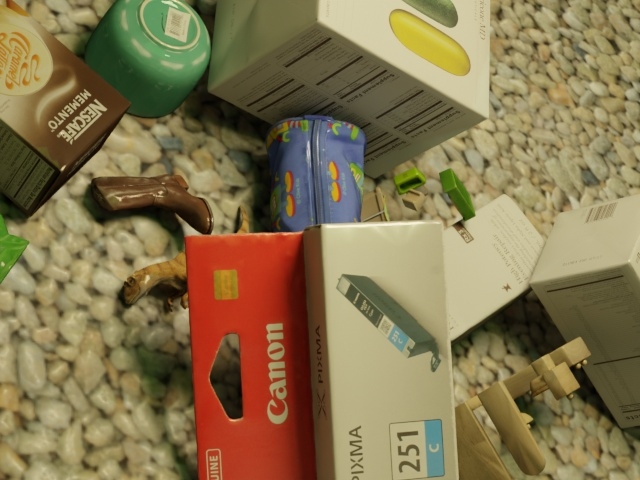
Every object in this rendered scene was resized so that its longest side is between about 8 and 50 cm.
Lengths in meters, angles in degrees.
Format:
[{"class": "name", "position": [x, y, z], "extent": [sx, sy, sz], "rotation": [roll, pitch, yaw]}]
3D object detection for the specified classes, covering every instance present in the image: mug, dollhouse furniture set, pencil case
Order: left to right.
[{"class": "mug", "position": [-0.197, -0.230, 1.879], "extent": [0.129, 0.097, 0.158], "rotation": [-29, 79, -42]}, {"class": "pencil case", "position": [0.000, 0.000, 1.833], "extent": [0.119, 0.133, 0.306], "rotation": [2, 56, -8]}, {"class": "dollhouse furniture set", "position": [0.098, -0.030, 1.931], "extent": [0.058, 0.151, 0.076], "rotation": [53, 18, -44]}, {"class": "dollhouse furniture set", "position": [0.238, 0.209, 1.859], "extent": [0.151, 0.144, 0.123], "rotation": [-18, 76, -55]}]

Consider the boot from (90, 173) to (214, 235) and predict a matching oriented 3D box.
[{"class": "boot", "position": [-0.183, -0.037, 1.786], "extent": [0.114, 0.037, 0.106], "rotation": [-1, 32, -38]}]

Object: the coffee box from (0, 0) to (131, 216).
[{"class": "coffee box", "position": [-0.342, -0.164, 1.738], "extent": [0.246, 0.098, 0.141], "rotation": [41, 47, -3]}]

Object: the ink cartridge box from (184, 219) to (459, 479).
[{"class": "ink cartridge box", "position": [0.004, 0.132, 1.674], "extent": [0.261, 0.066, 0.296], "rotation": [-3, 87, -20]}]

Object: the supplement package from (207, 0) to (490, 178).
[{"class": "supplement package", "position": [0.037, -0.237, 1.925], "extent": [0.262, 0.198, 0.199], "rotation": [26, 54, -34]}]

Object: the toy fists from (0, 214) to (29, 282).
[{"class": "toy fists", "position": [-0.392, 0.045, 1.567], "extent": [0.142, 0.096, 0.279], "rotation": [35, 49, -8]}]

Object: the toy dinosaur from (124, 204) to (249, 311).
[{"class": "toy dinosaur", "position": [-0.115, 0.025, 1.786], "extent": [0.211, 0.064, 0.112], "rotation": [-27, 76, -42]}]

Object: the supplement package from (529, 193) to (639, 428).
[{"class": "supplement package", "position": [0.375, 0.085, 1.963], "extent": [0.244, 0.139, 0.134], "rotation": [56, 42, -25]}]

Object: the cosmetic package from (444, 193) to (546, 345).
[{"class": "cosmetic package", "position": [0.165, 0.046, 1.943], "extent": [0.231, 0.085, 0.117], "rotation": [-31, 79, -44]}]
